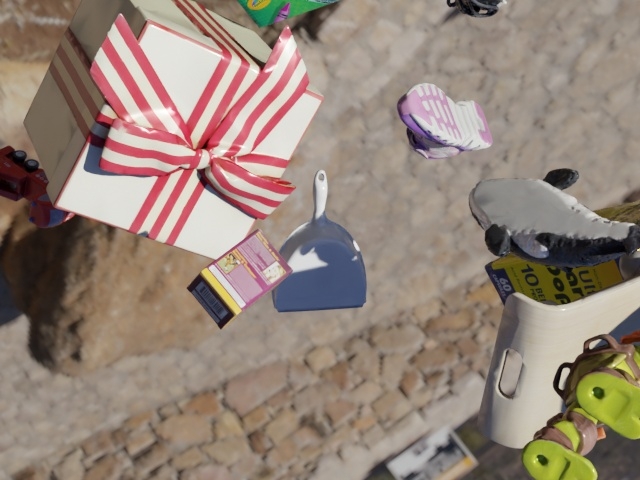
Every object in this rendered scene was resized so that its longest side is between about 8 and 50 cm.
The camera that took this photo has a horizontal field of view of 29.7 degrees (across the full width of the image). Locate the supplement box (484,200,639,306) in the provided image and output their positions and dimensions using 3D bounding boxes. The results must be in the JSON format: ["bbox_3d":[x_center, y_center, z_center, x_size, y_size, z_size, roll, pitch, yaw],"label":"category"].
[{"bbox_3d":[0.452,0.064,1.823,0.195,0.194,0.356,-29,-174,-27],"label":"supplement box"}]

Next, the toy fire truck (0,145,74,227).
[{"bbox_3d":[-0.444,-0.071,1.651,0.135,0.192,0.047,-36,154,-45],"label":"toy fire truck"}]

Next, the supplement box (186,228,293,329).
[{"bbox_3d":[-0.077,0.036,1.148,0.083,0.055,0.043,-37,175,-36],"label":"supplement box"}]

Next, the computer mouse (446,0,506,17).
[{"bbox_3d":[0.217,-0.359,1.259,0.272,0.072,0.188,-60,155,9],"label":"computer mouse"}]

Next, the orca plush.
[{"bbox_3d":[0.316,-0.008,1.535,0.102,0.287,0.151,54,54,-36],"label":"orca plush"}]

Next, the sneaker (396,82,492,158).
[{"bbox_3d":[0.171,-0.170,1.844,0.104,0.095,0.236,-23,164,28],"label":"sneaker"}]

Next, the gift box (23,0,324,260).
[{"bbox_3d":[-0.167,-0.155,1.329,0.255,0.258,0.276,14,113,-31],"label":"gift box"}]

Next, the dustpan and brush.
[{"bbox_3d":[0.000,0.000,1.800,0.147,0.060,0.211,-3,120,-11],"label":"dustpan and brush"}]

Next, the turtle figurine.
[{"bbox_3d":[0.244,0.116,0.982,0.269,0.087,0.217,-40,171,24],"label":"turtle figurine"}]

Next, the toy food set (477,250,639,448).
[{"bbox_3d":[0.329,0.110,1.466,0.306,0.092,0.220,-17,132,-30],"label":"toy food set"}]

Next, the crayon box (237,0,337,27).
[{"bbox_3d":[-0.030,-0.476,1.868,0.165,0.278,0.081,-13,142,28],"label":"crayon box"}]
